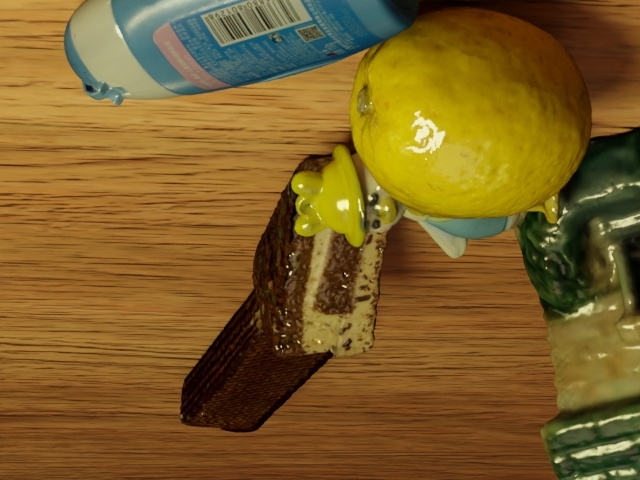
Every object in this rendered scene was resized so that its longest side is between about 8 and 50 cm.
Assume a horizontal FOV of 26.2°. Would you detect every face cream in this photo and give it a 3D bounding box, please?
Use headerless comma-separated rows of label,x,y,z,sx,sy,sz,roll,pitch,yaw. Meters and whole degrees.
face cream,-0.066,-0.161,0.995,0.264,0.083,0.149,-13,152,23

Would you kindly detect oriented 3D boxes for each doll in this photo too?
doll,0.093,-0.047,1.226,0.241,0.099,0.135,-8,155,-4

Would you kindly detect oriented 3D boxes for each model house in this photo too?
model house,0.432,0.116,1.271,0.445,0.400,0.395,-13,156,24

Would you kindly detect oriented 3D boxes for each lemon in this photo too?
lemon,0.117,-0.096,1.060,0.207,0.170,0.170,6,155,-35

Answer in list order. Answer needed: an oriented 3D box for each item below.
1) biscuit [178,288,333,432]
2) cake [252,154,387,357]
biscuit,-0.079,0.151,1.697,0.107,0.073,0.388,8,153,-17
cake,0.000,-0.012,1.383,0.112,0.135,0.246,-4,127,-15
